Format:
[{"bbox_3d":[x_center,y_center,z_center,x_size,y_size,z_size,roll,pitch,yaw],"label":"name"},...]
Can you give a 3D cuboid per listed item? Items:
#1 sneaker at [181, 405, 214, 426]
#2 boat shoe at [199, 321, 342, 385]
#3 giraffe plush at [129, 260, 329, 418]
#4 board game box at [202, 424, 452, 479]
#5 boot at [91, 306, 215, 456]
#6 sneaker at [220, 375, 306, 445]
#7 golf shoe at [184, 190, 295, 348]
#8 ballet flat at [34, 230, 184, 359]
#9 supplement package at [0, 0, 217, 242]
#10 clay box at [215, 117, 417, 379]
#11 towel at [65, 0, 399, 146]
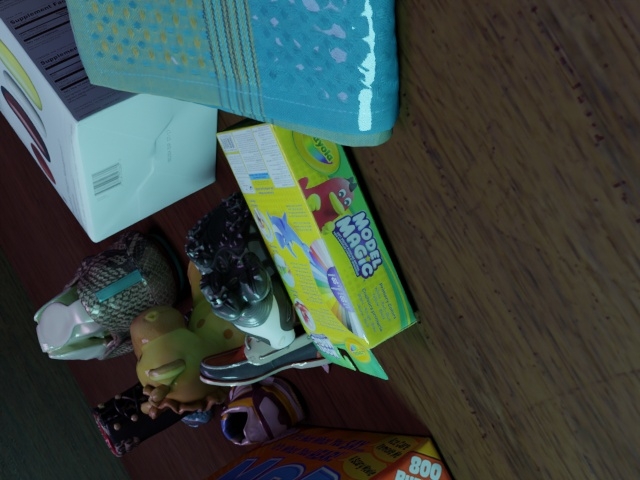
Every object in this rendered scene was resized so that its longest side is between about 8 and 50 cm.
[{"bbox_3d":[-0.192,0.255,1.456,0.076,0.065,0.166,52,164,-22],"label":"sneaker"},{"bbox_3d":[-0.047,0.101,0.884,0.049,0.137,0.043,-116,16,-64],"label":"boat shoe"},{"bbox_3d":[-0.120,0.107,0.986,0.210,0.171,0.181,39,148,42],"label":"giraffe plush"},{"bbox_3d":[-0.030,0.428,0.925,0.356,0.356,0.356,63,157,-3],"label":"board game box"},{"bbox_3d":[-0.209,0.192,1.249,0.085,0.179,0.236,51,155,23],"label":"boot"},{"bbox_3d":[-0.091,0.202,1.141,0.069,0.084,0.185,64,156,-5],"label":"sneaker"},{"bbox_3d":[-0.070,0.030,0.887,0.094,0.077,0.198,50,-167,-31],"label":"golf shoe"},{"bbox_3d":[-0.336,0.103,1.406,0.164,0.182,0.483,60,157,1],"label":"ballet flat"},{"bbox_3d":[-0.214,-0.150,0.921,0.203,0.149,0.194,50,154,22],"label":"supplement package"},{"bbox_3d":[0.000,0.000,0.771,0.127,0.053,0.222,6,123,65],"label":"clay box"},{"bbox_3d":[-0.077,-0.241,0.578,0.272,0.040,0.370,17,134,26],"label":"towel"}]
